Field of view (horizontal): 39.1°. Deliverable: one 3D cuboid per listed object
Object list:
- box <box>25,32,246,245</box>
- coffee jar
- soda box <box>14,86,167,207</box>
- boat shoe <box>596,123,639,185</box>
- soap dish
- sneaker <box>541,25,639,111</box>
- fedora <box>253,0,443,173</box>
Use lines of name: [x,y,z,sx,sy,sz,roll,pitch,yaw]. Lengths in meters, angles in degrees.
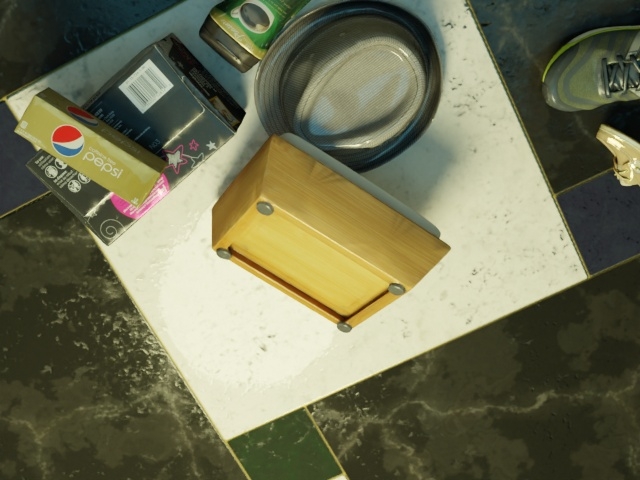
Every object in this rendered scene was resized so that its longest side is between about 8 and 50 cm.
box: [-0.250,-0.144,1.249,0.247,0.142,0.163,-39,104,13]
coffee jar: [-0.077,-0.319,1.214,0.096,0.079,0.184,40,105,-16]
soda box: [-0.289,-0.118,1.149,0.181,0.061,0.058,32,106,-10]
boat shoe: [0.458,-0.102,1.306,0.170,0.063,0.059,36,101,-13]
soap dish: [0.000,0.000,1.266,0.290,0.118,0.229,32,146,-13]
sneaker: [0.450,-0.241,1.222,0.299,0.121,0.111,-16,110,6]
fedora: [0.041,-0.199,1.237,0.275,0.124,0.244,-27,108,10]
